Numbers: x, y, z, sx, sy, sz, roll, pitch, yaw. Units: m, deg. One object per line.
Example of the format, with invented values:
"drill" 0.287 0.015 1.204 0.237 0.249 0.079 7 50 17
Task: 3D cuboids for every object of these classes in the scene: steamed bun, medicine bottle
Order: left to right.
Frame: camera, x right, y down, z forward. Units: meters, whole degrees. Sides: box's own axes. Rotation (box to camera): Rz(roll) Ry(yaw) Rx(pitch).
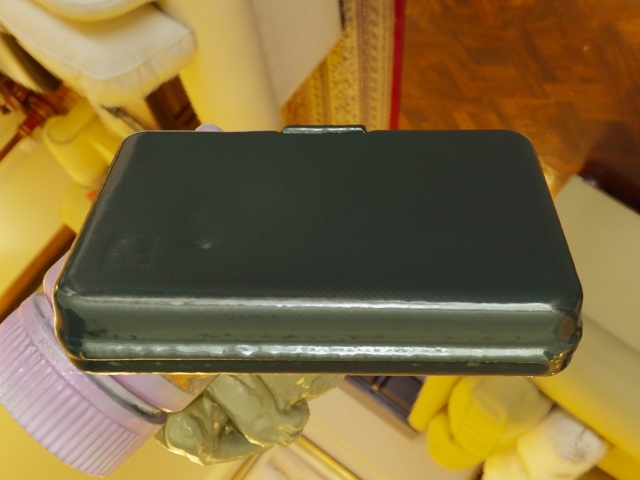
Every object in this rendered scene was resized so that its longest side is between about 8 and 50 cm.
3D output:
"medicine bottle" -0.144 0.052 0.753 0.178 0.291 0.178 45 176 4
"steamed bun" -0.112 0.196 1.202 0.372 0.324 0.231 132 125 -72

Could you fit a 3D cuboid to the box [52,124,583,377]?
"box" 0.000 0.000 0.406 0.230 0.160 0.050 0 126 3
